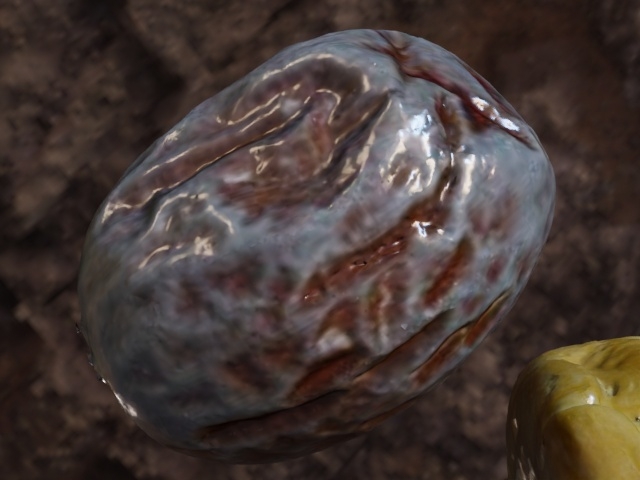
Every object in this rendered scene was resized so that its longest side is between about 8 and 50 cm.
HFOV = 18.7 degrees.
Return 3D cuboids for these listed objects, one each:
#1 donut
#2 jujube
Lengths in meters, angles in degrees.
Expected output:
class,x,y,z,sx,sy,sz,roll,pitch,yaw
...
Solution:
class,x,y,z,sx,sy,sz,roll,pitch,yaw
donut,0.228,0.230,1.286,0.170,0.360,0.360,-12,-64,-2
jujube,0.004,0.003,1.250,0.308,0.246,0.215,-26,-45,15
